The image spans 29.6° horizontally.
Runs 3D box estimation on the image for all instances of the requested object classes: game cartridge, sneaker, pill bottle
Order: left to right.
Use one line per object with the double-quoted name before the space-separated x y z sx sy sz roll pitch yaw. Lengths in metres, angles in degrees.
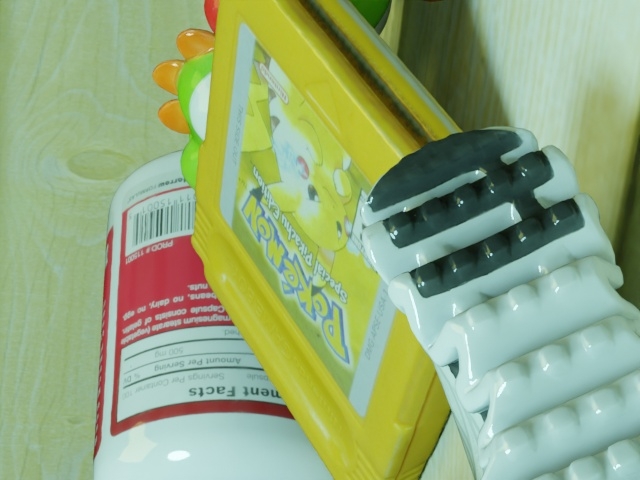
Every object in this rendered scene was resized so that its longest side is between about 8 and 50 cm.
"pill bottle" -0.089 0.135 1.106 0.229 0.229 0.407 108 162 -56
"game cartridge" 0.000 0.000 0.820 0.285 0.053 0.323 54 148 31
"sneaker" 0.101 0.089 0.464 0.118 0.110 0.292 65 -172 -49

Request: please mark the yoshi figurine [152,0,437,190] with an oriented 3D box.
"yoshi figurine" 0.012 -0.144 0.948 0.203 0.203 0.362 50 140 10
